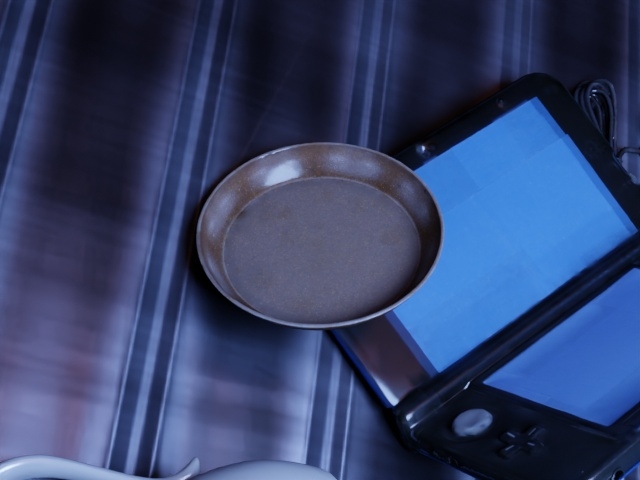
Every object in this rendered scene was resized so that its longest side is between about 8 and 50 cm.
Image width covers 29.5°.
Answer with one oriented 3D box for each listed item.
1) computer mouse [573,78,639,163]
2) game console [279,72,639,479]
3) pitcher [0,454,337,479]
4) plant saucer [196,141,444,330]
[{"bbox_3d":[0.343,-0.048,1.049,0.262,0.060,0.184,9,65,-24],"label":"computer mouse"},{"bbox_3d":[0.165,0.014,0.851,0.293,0.250,0.173,-33,113,-24],"label":"game console"},{"bbox_3d":[-0.088,0.183,0.706,0.207,0.125,0.177,-16,62,-20],"label":"pitcher"},{"bbox_3d":[0.000,0.000,0.833,0.169,0.029,0.168,-1,49,1],"label":"plant saucer"}]
